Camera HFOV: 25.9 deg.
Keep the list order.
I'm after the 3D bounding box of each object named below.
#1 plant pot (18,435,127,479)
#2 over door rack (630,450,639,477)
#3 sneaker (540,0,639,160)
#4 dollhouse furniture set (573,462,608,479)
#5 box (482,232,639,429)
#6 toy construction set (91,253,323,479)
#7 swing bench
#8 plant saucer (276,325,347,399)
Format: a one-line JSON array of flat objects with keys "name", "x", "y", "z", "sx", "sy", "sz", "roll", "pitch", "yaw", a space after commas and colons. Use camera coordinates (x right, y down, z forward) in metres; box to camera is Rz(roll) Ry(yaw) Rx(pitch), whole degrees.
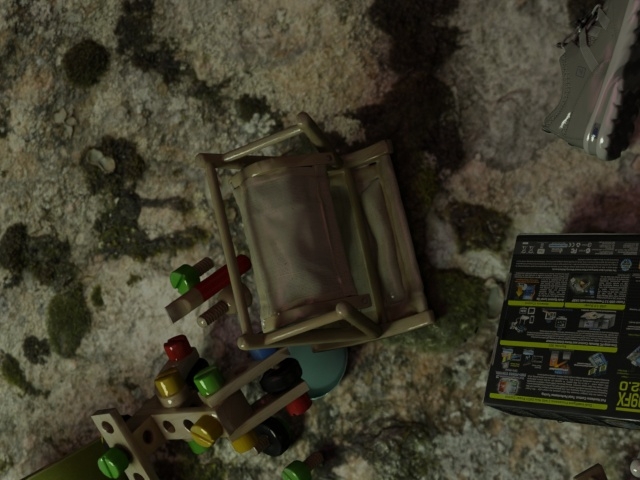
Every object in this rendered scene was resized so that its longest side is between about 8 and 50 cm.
[{"name": "plant pot", "x": -0.345, "y": 0.459, "z": 1.910, "sx": 0.275, "sy": 0.275, "sz": 0.293, "roll": -29, "pitch": 87, "yaw": 24}, {"name": "over door rack", "x": 0.470, "y": 0.247, "z": 1.505, "sx": 0.239, "sy": 0.108, "sz": 0.324, "roll": -35, "pitch": 66, "yaw": 41}, {"name": "sneaker", "x": 0.336, "y": -0.243, "z": 1.665, "sx": 0.115, "sy": 0.105, "sz": 0.281, "roll": 18, "pitch": 95, "yaw": 29}, {"name": "dollhouse furniture set", "x": 0.323, "y": 0.359, "z": 1.559, "sx": 0.129, "sy": 0.184, "sz": 0.129, "roll": -27, "pitch": 103, "yaw": -10}, {"name": "box", "x": 0.325, "y": 0.101, "z": 1.582, "sx": 0.270, "sy": 0.060, "sz": 0.216, "roll": -1, "pitch": 72, "yaw": 46}, {"name": "toy construction set", "x": -0.171, "y": 0.192, "z": 1.770, "sx": 0.257, "sy": 0.237, "sz": 0.308, "roll": 22, "pitch": 132, "yaw": 35}, {"name": "swing bench", "x": 0.000, "y": 0.000, "z": 1.744, "sx": 0.165, "sy": 0.255, "sz": 0.253, "roll": -19, "pitch": 76, "yaw": 26}, {"name": "plant saucer", "x": -0.012, "y": 0.155, "z": 1.869, "sx": 0.119, "sy": 0.021, "sz": 0.119, "roll": -3, "pitch": 85, "yaw": 28}]
